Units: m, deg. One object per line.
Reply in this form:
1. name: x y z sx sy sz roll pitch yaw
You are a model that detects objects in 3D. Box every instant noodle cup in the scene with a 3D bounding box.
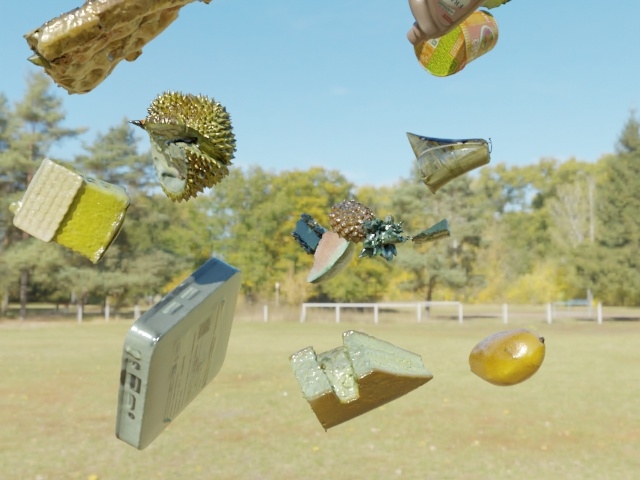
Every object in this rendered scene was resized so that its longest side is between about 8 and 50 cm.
1. instant noodle cup: 0.358 -0.515 1.855 0.185 0.168 0.168 -27 13 -37

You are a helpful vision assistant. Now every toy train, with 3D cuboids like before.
1. toy train: 0.000 0.000 2.194 0.137 0.090 0.225 27 10 -28

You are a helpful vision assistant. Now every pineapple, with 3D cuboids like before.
1. pineapple: 0.079 -0.024 1.424 0.103 0.083 0.221 -8 20 -27

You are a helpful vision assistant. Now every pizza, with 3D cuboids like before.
1. pizza: -0.411 -0.406 1.425 0.435 0.080 0.392 -34 5 17

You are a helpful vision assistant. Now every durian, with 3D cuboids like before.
1. durian: -0.234 -0.179 1.302 0.138 0.193 0.237 -24 45 -31

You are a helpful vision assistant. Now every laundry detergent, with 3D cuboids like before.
1. laundry detergent: 0.258 -0.547 1.610 0.171 0.076 0.237 42 -47 -15

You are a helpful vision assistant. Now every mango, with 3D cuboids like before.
1. mango: 0.414 0.266 1.657 0.109 0.147 0.227 43 -29 -10

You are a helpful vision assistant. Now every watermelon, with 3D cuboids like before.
1. watermelon: 0.028 0.048 1.732 0.080 0.155 0.101 17 -25 26

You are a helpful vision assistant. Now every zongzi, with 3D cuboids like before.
1. zongzi: 0.342 -0.254 1.925 0.205 0.204 0.094 -27 -37 16

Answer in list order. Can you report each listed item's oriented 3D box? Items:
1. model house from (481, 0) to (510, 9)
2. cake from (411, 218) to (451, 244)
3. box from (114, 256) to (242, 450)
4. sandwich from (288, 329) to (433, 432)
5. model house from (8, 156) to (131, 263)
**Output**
1. model house: 0.426 -0.736 1.869 0.170 0.211 0.194 -28 -36 -4
2. cake: 0.374 -0.016 2.445 0.140 0.055 0.051 -29 -41 15
3. box: -0.357 0.280 1.829 0.111 0.395 0.396 25 34 15
4. sandwich: 0.076 0.244 1.340 0.236 0.128 0.122 -24 36 -1
5. model house: -0.608 -0.080 1.759 0.234 0.193 0.175 26 6 -32
